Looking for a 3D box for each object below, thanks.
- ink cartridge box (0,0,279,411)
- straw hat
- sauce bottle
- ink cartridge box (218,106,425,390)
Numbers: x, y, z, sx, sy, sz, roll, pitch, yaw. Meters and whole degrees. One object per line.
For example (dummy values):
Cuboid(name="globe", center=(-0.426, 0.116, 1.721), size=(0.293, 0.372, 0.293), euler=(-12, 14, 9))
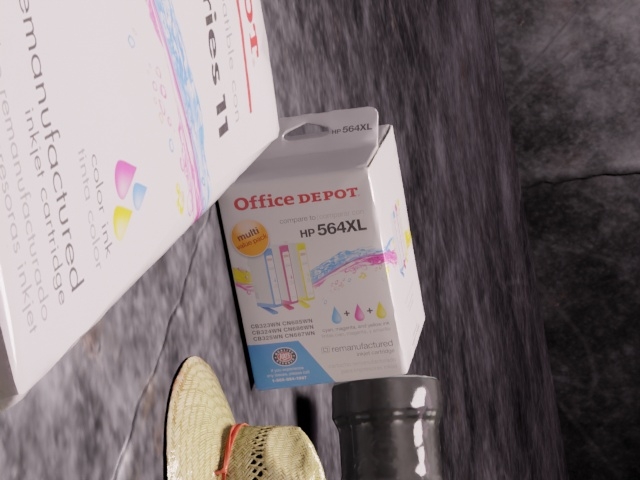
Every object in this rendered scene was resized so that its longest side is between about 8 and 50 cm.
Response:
Cuboid(name="ink cartridge box", center=(-0.102, -0.099, 0.545), size=(0.353, 0.119, 0.207), euler=(-57, 139, -71))
Cuboid(name="straw hat", center=(-0.029, 0.127, 0.918), size=(0.144, 0.061, 0.144), euler=(-6, 90, -77))
Cuboid(name="sauce bottle", center=(0.051, 0.256, 1.118), size=(0.111, 0.111, 0.344), euler=(37, 48, -74))
Cuboid(name="ink cartridge box", center=(0.000, 0.000, 1.049), size=(0.090, 0.092, 0.143), euler=(-63, 144, -68))
